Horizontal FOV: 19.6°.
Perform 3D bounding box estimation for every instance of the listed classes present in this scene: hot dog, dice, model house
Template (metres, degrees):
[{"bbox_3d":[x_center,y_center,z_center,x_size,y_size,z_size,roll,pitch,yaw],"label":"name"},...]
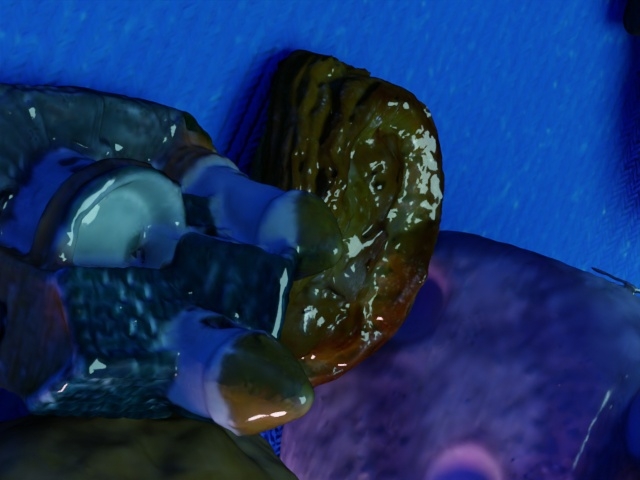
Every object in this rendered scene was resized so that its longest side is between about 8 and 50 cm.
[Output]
[{"bbox_3d":[0.003,-0.001,1.353,0.175,0.114,0.259,15,94,-50],"label":"hot dog"},{"bbox_3d":[0.150,0.164,1.474,0.270,0.270,0.271,37,76,-51],"label":"dice"},{"bbox_3d":[-0.096,0.025,1.114,0.253,0.291,0.184,7,103,-49],"label":"model house"}]

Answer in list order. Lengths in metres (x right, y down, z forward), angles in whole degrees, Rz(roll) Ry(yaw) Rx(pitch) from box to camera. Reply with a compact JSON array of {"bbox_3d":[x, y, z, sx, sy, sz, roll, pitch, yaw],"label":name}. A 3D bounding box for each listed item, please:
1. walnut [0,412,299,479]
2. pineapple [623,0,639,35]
[{"bbox_3d":[-0.133,0.250,1.173,0.344,0.306,0.306,-13,116,-54],"label":"walnut"},{"bbox_3d":[0.376,-0.159,1.677,0.223,0.223,0.357,-42,115,-30],"label":"pineapple"}]
